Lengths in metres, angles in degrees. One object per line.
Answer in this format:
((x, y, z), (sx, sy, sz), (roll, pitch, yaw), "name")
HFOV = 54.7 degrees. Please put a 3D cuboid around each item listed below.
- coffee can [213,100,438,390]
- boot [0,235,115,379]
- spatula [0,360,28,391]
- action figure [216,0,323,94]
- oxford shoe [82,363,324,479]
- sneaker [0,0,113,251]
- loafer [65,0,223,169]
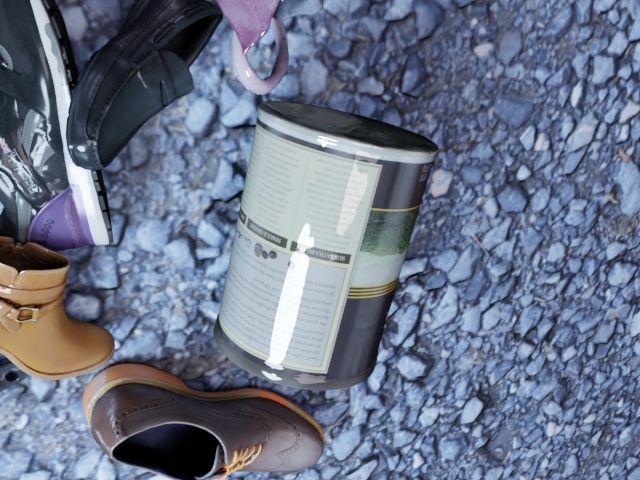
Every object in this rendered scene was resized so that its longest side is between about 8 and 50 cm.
((0.000, 0.000, 0.710), (0.202, 0.201, 0.275), (3, 112, -28), "coffee can")
((-0.286, 0.071, 0.643), (0.197, 0.073, 0.152), (11, 127, -40), "boot")
((-0.462, 0.209, 0.679), (0.297, 0.030, 0.084), (-30, 121, -11), "spatula")
((-0.155, -0.334, 0.508), (0.370, 0.248, 0.275), (15, 143, -13), "action figure")
((-0.130, 0.273, 0.817), (0.364, 0.133, 0.130), (21, 102, -33), "oxford shoe")
((-0.283, -0.110, 0.576), (0.124, 0.107, 0.283), (-12, 118, -15), "sneaker")
((-0.157, -0.154, 0.566), (0.078, 0.223, 0.076), (18, 150, 3), "loafer")
